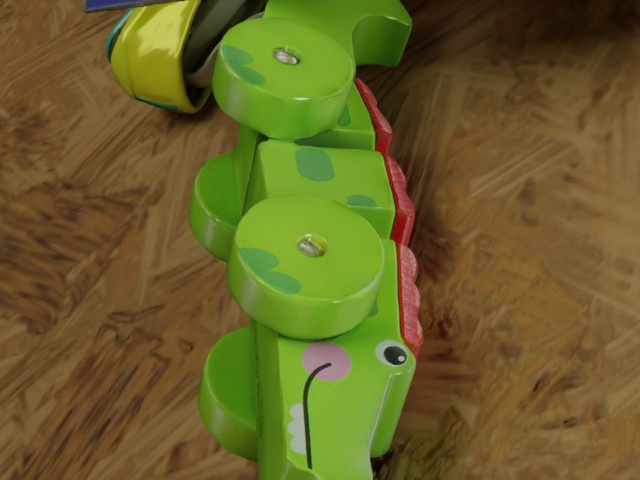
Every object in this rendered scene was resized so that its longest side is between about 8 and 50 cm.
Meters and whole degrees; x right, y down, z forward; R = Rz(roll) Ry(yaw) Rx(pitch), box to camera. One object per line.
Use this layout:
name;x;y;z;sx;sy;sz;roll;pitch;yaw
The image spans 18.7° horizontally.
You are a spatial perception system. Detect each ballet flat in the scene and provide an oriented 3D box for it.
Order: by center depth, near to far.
ballet flat;-0.031;-0.169;1.130;0.077;0.077;0.231;35;87;35

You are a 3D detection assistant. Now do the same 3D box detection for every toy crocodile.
toy crocodile;0.000;0.000;0.893;0.340;0.105;0.115;-96;15;-48

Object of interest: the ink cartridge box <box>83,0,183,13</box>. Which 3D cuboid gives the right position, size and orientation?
ink cartridge box;0.009;-0.273;0.963;0.304;0.072;0.307;-1;89;40
